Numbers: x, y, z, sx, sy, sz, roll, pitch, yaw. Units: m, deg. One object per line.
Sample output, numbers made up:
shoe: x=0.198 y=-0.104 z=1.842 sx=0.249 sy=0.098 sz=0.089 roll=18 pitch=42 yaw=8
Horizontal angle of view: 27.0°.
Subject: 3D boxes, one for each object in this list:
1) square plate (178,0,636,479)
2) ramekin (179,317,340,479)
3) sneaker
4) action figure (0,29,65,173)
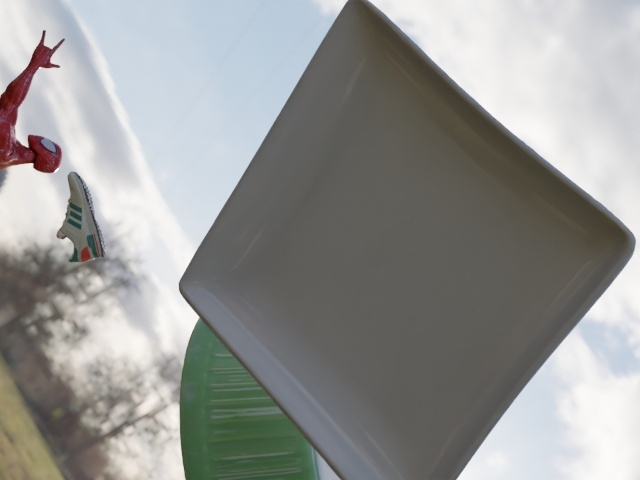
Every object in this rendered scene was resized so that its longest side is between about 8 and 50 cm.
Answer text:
square plate: x=0.060 y=0.023 z=1.160 sx=0.344 sy=0.049 sz=0.347 roll=46 pitch=-63 yaw=27
ramekin: x=-0.043 y=0.219 z=1.578 sx=0.303 sy=0.148 sz=0.303 roll=-6 pitch=90 yaw=-74
sneaker: x=-0.424 y=-0.038 z=2.284 sx=0.057 sy=0.075 sz=0.161 roll=88 pitch=-16 yaw=-83
action figure: x=-0.355 y=-0.161 z=1.239 sx=0.280 sy=0.139 sz=0.091 roll=29 pitch=-17 yaw=-14
